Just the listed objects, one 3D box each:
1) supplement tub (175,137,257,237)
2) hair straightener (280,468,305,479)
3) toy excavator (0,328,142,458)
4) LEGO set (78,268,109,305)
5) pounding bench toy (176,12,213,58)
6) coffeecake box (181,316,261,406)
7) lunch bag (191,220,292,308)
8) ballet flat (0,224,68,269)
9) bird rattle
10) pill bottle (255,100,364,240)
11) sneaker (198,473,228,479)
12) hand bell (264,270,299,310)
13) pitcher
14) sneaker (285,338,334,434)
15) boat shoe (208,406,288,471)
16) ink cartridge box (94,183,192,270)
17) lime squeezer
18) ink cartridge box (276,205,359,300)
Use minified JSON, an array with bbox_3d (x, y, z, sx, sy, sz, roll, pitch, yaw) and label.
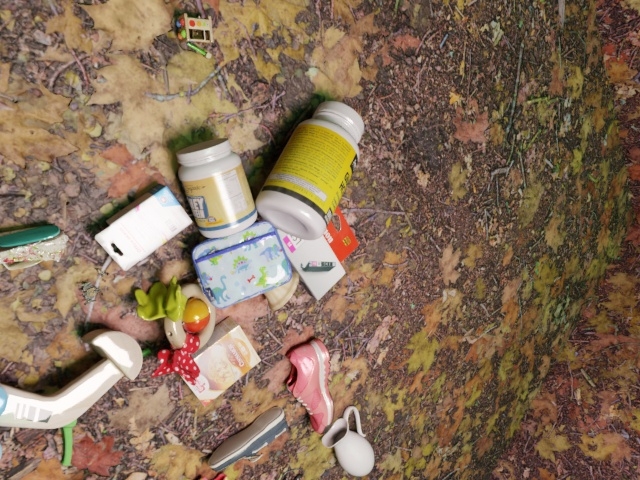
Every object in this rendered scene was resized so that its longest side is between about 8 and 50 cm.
[{"bbox_3d":[-0.240,-0.122,0.964,0.144,0.144,0.200,-28,117,-27],"label":"supplement tub"},{"bbox_3d":[-0.138,0.848,1.364,0.230,0.047,0.089,-46,124,-18],"label":"hair straightener"},{"bbox_3d":[-0.616,0.324,0.761,0.445,0.222,0.433,36,61,-39],"label":"toy excavator"},{"bbox_3d":[-0.500,0.103,0.917,0.083,0.023,0.054,-54,130,-28],"label":"LEGO set"},{"bbox_3d":[-0.275,-0.442,0.909,0.065,0.052,0.083,-14,110,-33],"label":"pounding bench toy"},{"bbox_3d":[-0.274,0.319,1.108,0.185,0.068,0.142,-37,122,-22],"label":"coffeecake box"},{"bbox_3d":[-0.192,0.053,1.016,0.218,0.090,0.176,-19,96,-10],"label":"lunch bag"},{"bbox_3d":[-0.609,0.028,0.780,0.240,0.091,0.077,-9,130,-30],"label":"ballet flat"},{"bbox_3d":[-0.313,0.199,0.991,0.207,0.143,0.254,-39,113,-61],"label":"bird rattle"},{"bbox_3d":[-0.014,-0.184,1.069,0.188,0.187,0.334,40,67,-36],"label":"pill bottle"},{"bbox_3d":[-0.348,0.710,1.163,0.208,0.081,0.094,5,93,-43],"label":"sneaker"},{"bbox_3d":[-0.188,0.072,1.102,0.242,0.126,0.126,37,80,-23],"label":"hand bell"},{"bbox_3d":[0.117,0.714,1.480,0.178,0.125,0.207,-49,115,-34],"label":"pitcher"},{"bbox_3d":[-0.044,0.466,1.308,0.136,0.116,0.314,-9,101,-23],"label":"sneaker"},{"bbox_3d":[-0.205,0.594,1.222,0.254,0.095,0.079,-29,107,-37],"label":"boat shoe"},{"bbox_3d":[-0.395,-0.031,0.927,0.181,0.061,0.104,-41,122,-21],"label":"ink cartridge box"},{"bbox_3d":[-0.521,0.371,0.950,0.110,0.058,0.310,42,76,-36],"label":"lime squeezer"},{"bbox_3d":[0.000,0.000,1.228,0.239,0.060,0.275,-43,123,-18],"label":"ink cartridge box"}]
